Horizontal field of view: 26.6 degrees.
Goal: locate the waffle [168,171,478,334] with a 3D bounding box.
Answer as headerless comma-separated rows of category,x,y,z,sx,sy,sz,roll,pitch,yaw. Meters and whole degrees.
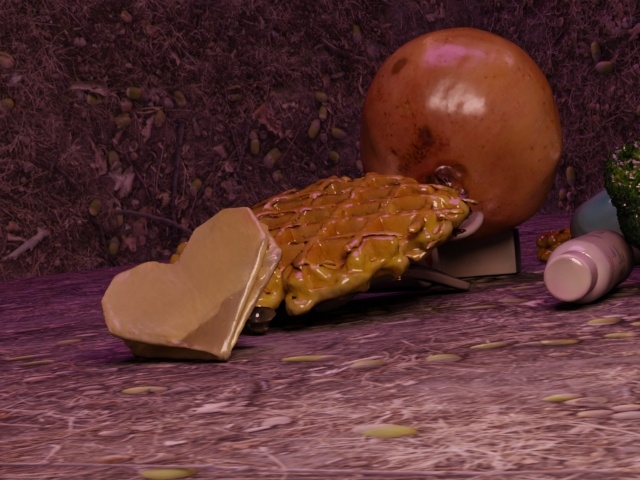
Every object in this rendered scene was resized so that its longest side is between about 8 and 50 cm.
waffle,0.000,0.000,1.784,0.380,0.095,0.382,-24,18,-25

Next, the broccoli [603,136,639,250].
broccoli,0.508,-0.076,1.706,0.298,0.297,0.297,4,36,-3

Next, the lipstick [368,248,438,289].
lipstick,0.024,0.038,2.147,0.327,0.087,0.087,-4,3,33

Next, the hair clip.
hair clip,0.103,0.028,1.926,0.282,0.113,0.172,-7,3,-13

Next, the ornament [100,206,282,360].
ornament,-0.128,0.065,1.452,0.201,0.059,0.180,-34,44,2

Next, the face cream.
face cream,0.332,0.035,1.683,0.082,0.081,0.269,-4,4,22

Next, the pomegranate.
pomegranate,0.208,-0.150,2.080,0.338,0.338,0.338,-5,2,0

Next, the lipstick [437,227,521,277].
lipstick,0.141,0.029,2.235,0.372,0.076,0.080,-5,2,16

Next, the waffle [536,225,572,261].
waffle,0.535,-0.008,2.386,0.293,0.069,0.260,-3,4,23

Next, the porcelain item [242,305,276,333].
porcelain item,-0.128,0.087,1.536,0.216,0.069,0.081,-4,-1,44

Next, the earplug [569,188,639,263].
earplug,0.555,-0.040,2.139,0.324,0.185,0.185,-12,3,-4
